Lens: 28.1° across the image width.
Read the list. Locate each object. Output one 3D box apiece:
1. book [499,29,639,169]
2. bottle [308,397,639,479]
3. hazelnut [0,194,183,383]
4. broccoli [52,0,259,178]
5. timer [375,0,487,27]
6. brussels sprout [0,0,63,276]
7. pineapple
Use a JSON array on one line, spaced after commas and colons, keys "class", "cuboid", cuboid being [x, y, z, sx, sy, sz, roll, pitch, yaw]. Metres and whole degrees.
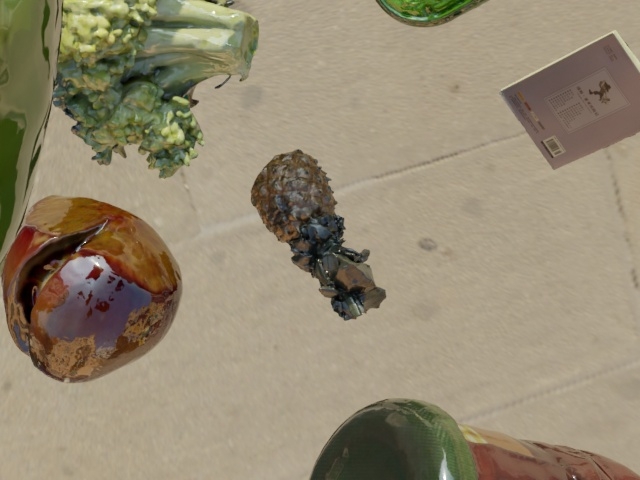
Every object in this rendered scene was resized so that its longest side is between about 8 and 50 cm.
[{"class": "book", "cuboid": [0.317, -0.165, 1.537, 0.127, 0.181, 0.014, 52, 46, -12]}, {"class": "bottle", "cuboid": [0.123, 0.190, 0.772, 0.271, 0.156, 0.143, 20, 74, -35]}, {"class": "hazelnut", "cuboid": [-0.285, 0.059, 1.545, 0.217, 0.251, 0.217, -22, 133, -25]}, {"class": "broccoli", "cuboid": [-0.218, -0.282, 1.706, 0.280, 0.348, 0.293, 11, 53, 17]}, {"class": "timer", "cuboid": [0.076, -0.222, 0.869, 0.128, 0.047, 0.140, -26, 102, 22]}, {"class": "brussels sprout", "cuboid": [-0.265, -0.106, 0.366, 0.342, 0.361, 0.425, -43, 105, -35]}, {"class": "pineapple", "cuboid": [0.000, 0.000, 1.654, 0.119, 0.111, 0.237, -10, 59, -46]}]
